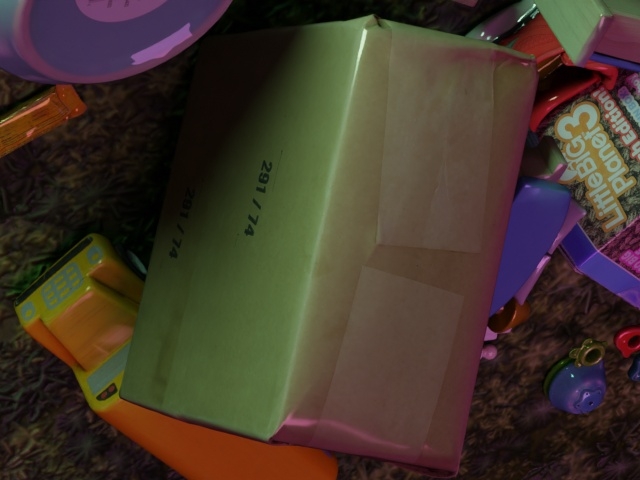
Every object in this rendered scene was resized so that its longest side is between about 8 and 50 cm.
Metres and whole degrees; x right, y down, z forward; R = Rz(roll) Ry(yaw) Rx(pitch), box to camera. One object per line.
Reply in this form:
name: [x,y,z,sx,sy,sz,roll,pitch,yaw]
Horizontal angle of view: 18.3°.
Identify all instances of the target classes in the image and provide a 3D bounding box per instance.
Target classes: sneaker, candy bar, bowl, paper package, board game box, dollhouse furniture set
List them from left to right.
candy bar: [-0.270,-0.084,1.632,0.161,0.018,0.040,-28,130,-2]
bowl: [-0.166,-0.228,1.410,0.311,0.163,0.311,-23,151,-14]
paper package: [0.000,0.000,1.566,0.168,0.309,0.325,13,87,-28]
dollhouse furniture set: [0.195,-0.109,1.644,0.198,0.286,0.303,11,125,-28]
sneaker: [0.240,-0.187,1.727,0.279,0.118,0.107,-45,133,14]
board game box: [0.350,-0.082,1.797,0.291,0.141,0.232,-40,148,14]

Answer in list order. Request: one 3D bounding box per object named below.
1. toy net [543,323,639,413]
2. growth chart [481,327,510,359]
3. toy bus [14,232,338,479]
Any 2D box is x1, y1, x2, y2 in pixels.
toy net: [0.350,0.120,2.087,0.232,0.045,0.122,-10,128,-20]
growth chart: [0.143,0.035,1.929,0.172,0.021,0.237,6,124,-29]
toy bus: [-0.127,0.133,1.802,0.108,0.130,0.332,-40,133,8]
